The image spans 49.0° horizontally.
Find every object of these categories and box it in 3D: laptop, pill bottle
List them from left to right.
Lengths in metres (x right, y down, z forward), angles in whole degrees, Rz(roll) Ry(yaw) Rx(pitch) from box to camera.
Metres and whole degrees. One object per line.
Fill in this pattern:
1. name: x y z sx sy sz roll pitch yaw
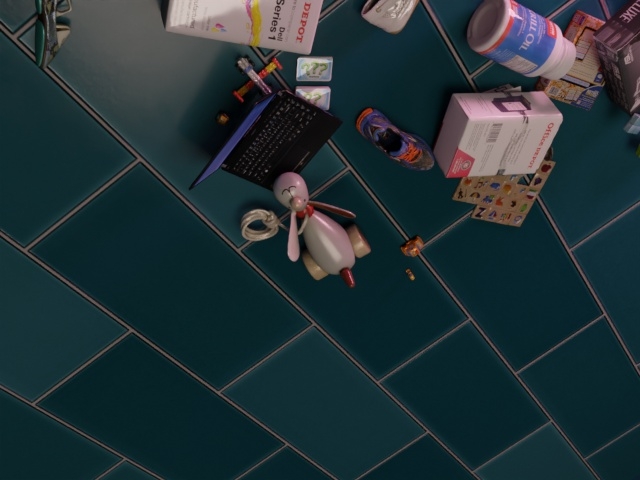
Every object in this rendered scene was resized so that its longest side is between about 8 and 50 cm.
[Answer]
1. laptop: -0.106 -0.180 1.446 0.264 0.136 0.234 22 124 -35
2. pill bottle: 0.433 -0.424 1.494 0.222 0.124 0.124 15 118 -27

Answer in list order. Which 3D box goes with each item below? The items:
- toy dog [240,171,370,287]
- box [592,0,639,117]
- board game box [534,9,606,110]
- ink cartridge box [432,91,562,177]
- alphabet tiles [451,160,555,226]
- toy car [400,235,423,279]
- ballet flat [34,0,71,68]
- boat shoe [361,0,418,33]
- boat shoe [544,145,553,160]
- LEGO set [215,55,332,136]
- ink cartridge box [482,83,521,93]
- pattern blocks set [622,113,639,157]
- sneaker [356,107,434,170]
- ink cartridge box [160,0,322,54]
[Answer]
1. toy dog: 0.000 0.000 1.602 0.334 0.161 0.220 25 117 -40
2. box: 0.738 -0.440 1.542 0.242 0.076 0.307 -43 147 9
3. board game box: 0.603 -0.409 1.608 0.147 0.045 0.193 11 119 -25
4. ink cartridge box: 0.399 -0.240 1.595 0.237 0.100 0.171 -5 138 -17
5. alphabet tiles: 0.455 -0.135 1.775 0.237 0.009 0.198 9 120 -23
6. toy car: 0.248 0.049 1.814 0.060 0.040 0.122 -21 127 -3
7. ballet flat: -0.478 -0.398 1.255 0.070 0.070 0.188 0 127 -18
8. boat shoe: 0.167 -0.536 1.344 0.096 0.098 0.277 13 120 -27
9. boat shoe: 0.536 -0.245 1.705 0.046 0.038 0.125 -26 128 1
10. LEGO set: -0.094 -0.290 1.458 0.245 0.060 0.182 -3 120 -16
11. ink cartridge box: 0.418 -0.328 1.615 0.083 0.028 0.048 -19 128 -4
12. pattern blocks set: 0.884 -0.321 1.725 0.325 0.026 0.285 11 125 -44
13. sneaker: 0.175 -0.210 1.581 0.221 0.087 0.083 24 114 -30
14. ink cartridge box: -0.135 -0.470 1.279 0.278 0.117 0.201 4 122 -21
